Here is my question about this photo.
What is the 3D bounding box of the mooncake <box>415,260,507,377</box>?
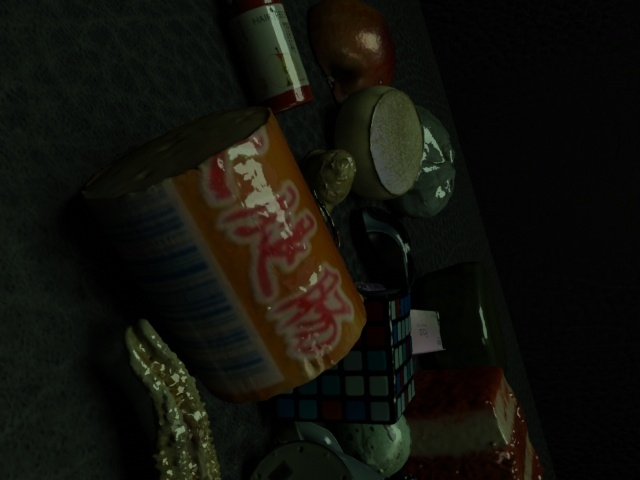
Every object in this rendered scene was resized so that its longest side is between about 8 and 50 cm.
[{"bbox_3d":[0.395,0.242,1.760,0.356,0.194,0.356,-12,90,-69],"label":"mooncake"}]

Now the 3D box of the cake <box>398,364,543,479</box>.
[{"bbox_3d":[0.300,0.443,1.324,0.270,0.269,0.319,-29,104,-66],"label":"cake"}]

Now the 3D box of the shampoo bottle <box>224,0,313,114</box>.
[{"bbox_3d":[-0.104,-0.366,1.114,0.278,0.104,0.104,70,24,-10],"label":"shampoo bottle"}]

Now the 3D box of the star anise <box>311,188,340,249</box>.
[{"bbox_3d":[0.000,0.000,1.178,0.097,0.070,0.190,-29,100,-64],"label":"star anise"}]

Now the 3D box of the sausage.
[{"bbox_3d":[-0.103,0.012,0.736,0.287,0.233,0.233,64,26,-22],"label":"sausage"}]

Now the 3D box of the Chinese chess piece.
[{"bbox_3d":[0.143,-0.231,1.491,0.270,0.112,0.270,-3,94,-54],"label":"Chinese chess piece"}]

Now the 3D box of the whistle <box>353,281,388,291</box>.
[{"bbox_3d":[0.111,0.110,1.399,0.176,0.033,0.033,14,64,-64],"label":"whistle"}]

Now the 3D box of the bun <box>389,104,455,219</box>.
[{"bbox_3d":[0.275,-0.238,1.773,0.354,0.194,0.354,43,41,-52],"label":"bun"}]

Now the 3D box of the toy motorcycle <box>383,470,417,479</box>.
[{"bbox_3d":[0.137,0.506,1.149,0.082,0.122,0.213,-27,116,-43],"label":"toy motorcycle"}]

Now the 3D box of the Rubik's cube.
[{"bbox_3d":[0.040,0.170,0.961,0.184,0.187,0.182,8,79,-71],"label":"Rubik's cube"}]

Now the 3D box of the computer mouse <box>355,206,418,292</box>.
[{"bbox_3d":[0.166,0.016,1.469,0.233,0.096,0.137,59,22,-11],"label":"computer mouse"}]

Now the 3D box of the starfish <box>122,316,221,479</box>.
[{"bbox_3d":[-0.154,0.333,0.609,0.432,0.082,0.324,70,27,-23],"label":"starfish"}]

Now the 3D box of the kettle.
[{"bbox_3d":[0.001,0.356,0.907,0.210,0.160,0.243,54,5,28],"label":"kettle"}]

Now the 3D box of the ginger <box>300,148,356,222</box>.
[{"bbox_3d":[0.027,-0.145,1.273,0.115,0.122,0.193,41,30,-20],"label":"ginger"}]

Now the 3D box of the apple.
[{"bbox_3d":[0.103,-0.473,1.571,0.293,0.163,0.251,55,29,-35],"label":"apple"}]

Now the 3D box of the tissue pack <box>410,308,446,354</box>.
[{"bbox_3d":[0.145,0.198,1.286,0.246,0.148,0.092,13,65,-62],"label":"tissue pack"}]

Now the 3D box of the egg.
[{"bbox_3d":[0.087,0.334,1.099,0.164,0.131,0.131,59,25,-4],"label":"egg"}]
